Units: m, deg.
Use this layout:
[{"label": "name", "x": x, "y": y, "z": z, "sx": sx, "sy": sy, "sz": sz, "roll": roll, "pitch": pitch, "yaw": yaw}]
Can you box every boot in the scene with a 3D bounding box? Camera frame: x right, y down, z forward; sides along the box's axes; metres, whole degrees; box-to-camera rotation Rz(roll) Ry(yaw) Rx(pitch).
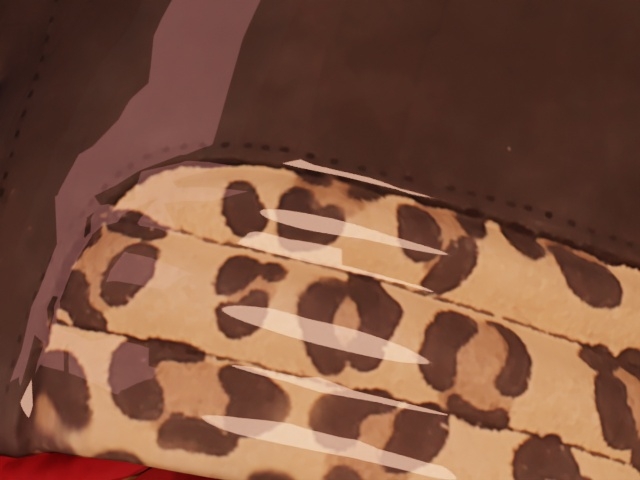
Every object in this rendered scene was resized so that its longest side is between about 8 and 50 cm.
[{"label": "boot", "x": -0.060, "y": -0.090, "z": 0.420, "sx": 0.377, "sy": 0.138, "sz": 0.284, "roll": 11, "pitch": 76, "yaw": 8}]
